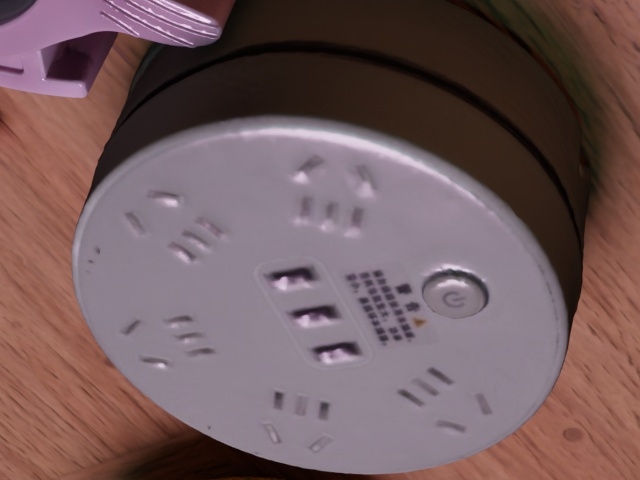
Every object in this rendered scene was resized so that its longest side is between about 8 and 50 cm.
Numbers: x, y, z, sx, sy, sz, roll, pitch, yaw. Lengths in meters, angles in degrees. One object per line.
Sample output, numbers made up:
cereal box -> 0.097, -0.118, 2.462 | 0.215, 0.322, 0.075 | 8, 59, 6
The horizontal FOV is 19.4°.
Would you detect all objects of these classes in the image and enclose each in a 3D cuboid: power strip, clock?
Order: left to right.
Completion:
clock -> -0.183, -0.213, 1.169 | 0.290, 0.080, 0.275 | 21, 136, -7
power strip -> 0.000, 0.000, 1.269 | 0.358, 0.161, 0.357 | 8, 136, 8

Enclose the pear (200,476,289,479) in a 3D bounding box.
pear -> -0.077, 0.342, 1.536 | 0.314, 0.314, 0.314 | 8, 135, 8
